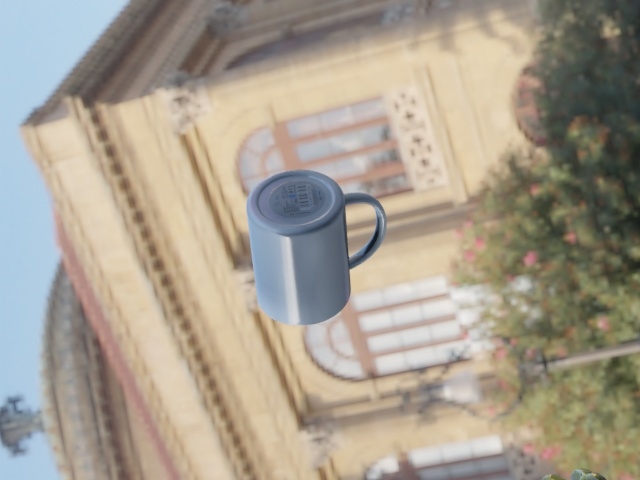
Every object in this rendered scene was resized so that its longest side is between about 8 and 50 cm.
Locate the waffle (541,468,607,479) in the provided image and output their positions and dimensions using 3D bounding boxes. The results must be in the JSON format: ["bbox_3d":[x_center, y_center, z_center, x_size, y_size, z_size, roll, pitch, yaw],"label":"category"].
[{"bbox_3d":[0.174,0.262,0.986,0.051,0.149,0.194,21,144,61],"label":"waffle"}]

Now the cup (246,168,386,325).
[{"bbox_3d":[-0.010,-0.003,1.420,0.136,0.099,0.133,-43,-36,-34],"label":"cup"}]
